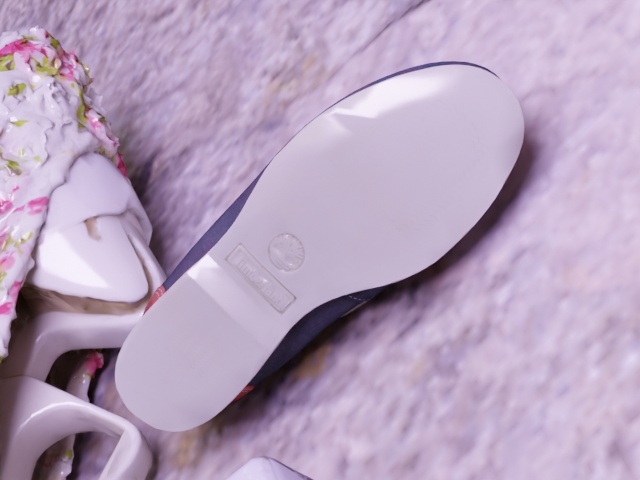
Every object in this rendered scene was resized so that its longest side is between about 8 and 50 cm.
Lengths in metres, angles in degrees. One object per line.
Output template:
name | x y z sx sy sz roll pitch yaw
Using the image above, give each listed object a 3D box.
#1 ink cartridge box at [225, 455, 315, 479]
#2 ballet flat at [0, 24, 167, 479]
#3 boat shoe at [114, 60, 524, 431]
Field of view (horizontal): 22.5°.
ink cartridge box | -0.060 0.246 0.296 0.303 0.072 0.307 -43 40 16
ballet flat | -0.083 0.044 0.482 0.077 0.091 0.241 2 65 16
boat shoe | 0.000 0.000 0.434 0.137 0.049 0.043 -43 -2 20
